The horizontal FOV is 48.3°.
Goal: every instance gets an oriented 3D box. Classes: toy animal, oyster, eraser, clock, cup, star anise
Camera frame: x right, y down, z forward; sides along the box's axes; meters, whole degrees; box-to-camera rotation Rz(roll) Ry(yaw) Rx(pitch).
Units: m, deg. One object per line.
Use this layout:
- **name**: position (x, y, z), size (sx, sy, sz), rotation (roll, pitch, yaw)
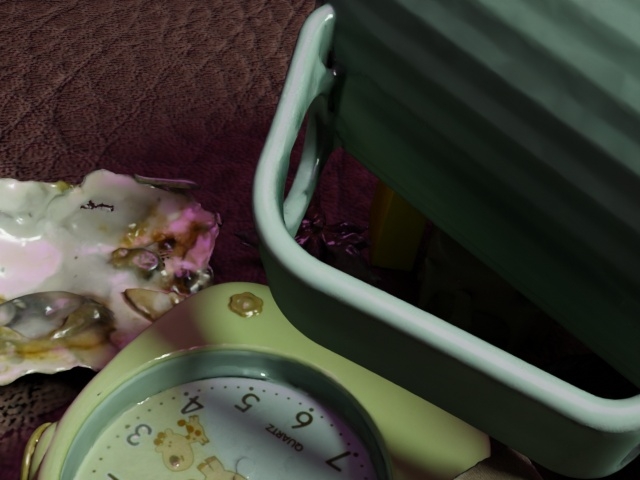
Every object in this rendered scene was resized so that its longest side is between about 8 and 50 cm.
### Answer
- **toy animal**: position (0.262, 0.125, 0.508), size (0.218, 0.116, 0.179), rotation (27, 43, 32)
- **oyster**: position (-0.243, 0.037, 0.554), size (0.354, 0.107, 0.201), rotation (-2, 58, -32)
- **eraser**: position (0.080, -0.047, 0.686), size (0.045, 0.122, 0.097), rotation (10, 39, -2)
- **clock**: position (-0.059, 0.163, 0.418), size (0.235, 0.096, 0.308), rotation (29, 43, 21)
- **cup**: position (0.185, -0.047, 0.439), size (0.392, 0.401, 0.310), rotation (48, 10, 29)
- **star anise**: position (0.005, 0.007, 0.655), size (0.129, 0.056, 0.124), rotation (35, 45, 30)

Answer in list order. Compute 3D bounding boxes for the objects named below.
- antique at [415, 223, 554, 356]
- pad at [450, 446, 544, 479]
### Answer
- **antique**: position (0.170, -0.021, 0.676), size (0.125, 0.150, 0.284), rotation (13, 47, 10)
- **pad**: position (0.110, 0.253, 0.251), size (0.220, 0.004, 0.330), rotation (-16, 62, -40)
